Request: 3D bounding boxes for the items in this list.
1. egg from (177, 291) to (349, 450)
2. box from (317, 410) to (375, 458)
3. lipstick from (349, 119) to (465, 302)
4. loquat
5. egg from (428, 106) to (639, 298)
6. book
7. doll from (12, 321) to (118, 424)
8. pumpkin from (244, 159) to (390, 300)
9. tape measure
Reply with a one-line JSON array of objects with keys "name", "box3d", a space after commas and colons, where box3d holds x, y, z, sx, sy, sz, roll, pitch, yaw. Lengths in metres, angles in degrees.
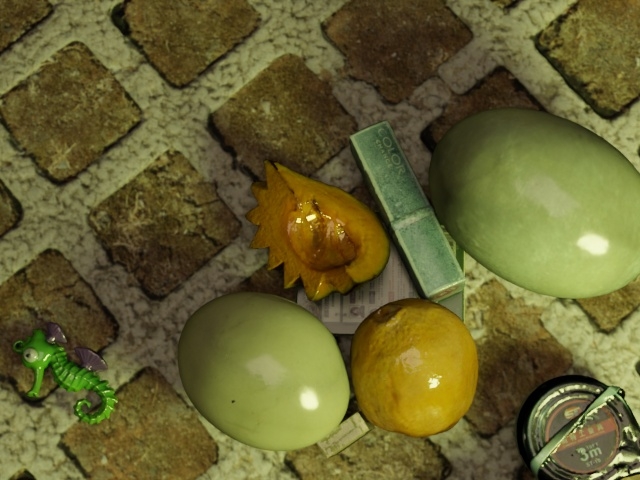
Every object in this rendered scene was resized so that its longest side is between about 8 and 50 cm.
[{"name": "egg", "box3d": [-0.082, 0.189, 1.638, 0.269, 0.219, 0.219, 35, 82, 7]}, {"name": "box", "box3d": [0.038, 0.290, 1.681, 0.079, 0.083, 0.035, -35, 79, 3]}, {"name": "lipstick", "box3d": [0.131, -0.046, 1.722, 0.077, 0.076, 0.289, -24, 75, -3]}, {"name": "loquat", "box3d": [0.140, 0.190, 1.642, 0.187, 0.176, 0.234, -15, 120, 7]}, {"name": "egg", "box3d": [0.325, -0.056, 1.648, 0.352, 0.258, 0.258, 32, 82, 15]}, {"name": "book", "box3d": [0.093, 0.052, 1.754, 0.264, 0.027, 0.202, 1, 79, 2]}, {"name": "doll", "box3d": [-0.395, 0.208, 1.733, 0.190, 0.050, 0.115, 33, 78, 6]}, {"name": "pumpkin", "box3d": [0.000, 0.000, 1.718, 0.254, 0.149, 0.130, 52, 129, 24]}, {"name": "tape measure", "box3d": [0.380, 0.288, 1.657, 0.182, 0.107, 0.181, -19, 82, -2]}]
